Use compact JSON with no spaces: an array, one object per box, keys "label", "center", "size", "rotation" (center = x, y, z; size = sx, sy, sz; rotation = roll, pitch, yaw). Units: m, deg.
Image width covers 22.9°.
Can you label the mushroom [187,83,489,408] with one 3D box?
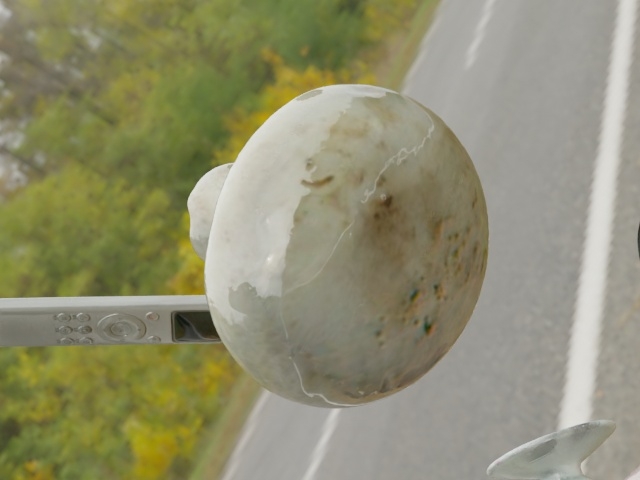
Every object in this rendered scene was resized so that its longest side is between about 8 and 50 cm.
[{"label":"mushroom","center":[0.000,0.000,1.201],"size":[0.244,0.243,0.243],"rotation":[-58,3,5]}]

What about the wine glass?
[{"label":"wine glass","center":[0.244,0.275,1.434],"size":[0.164,0.197,0.165],"rotation":[-20,-17,-6]}]

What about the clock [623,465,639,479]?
[{"label":"clock","center":[0.369,0.309,1.133],"size":[0.368,0.376,0.251],"rotation":[-88,20,-65]}]

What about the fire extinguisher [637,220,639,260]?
[{"label":"fire extinguisher","center":[0.212,-0.003,0.938],"size":[0.078,0.045,0.157],"rotation":[-120,19,-52]}]

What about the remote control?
[{"label":"remote control","center":[-0.220,0.085,1.595],"size":[0.067,0.260,0.029],"rotation":[94,174,-50]}]
